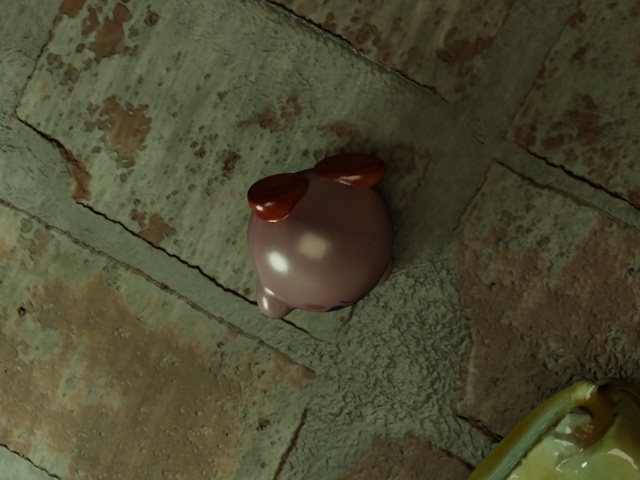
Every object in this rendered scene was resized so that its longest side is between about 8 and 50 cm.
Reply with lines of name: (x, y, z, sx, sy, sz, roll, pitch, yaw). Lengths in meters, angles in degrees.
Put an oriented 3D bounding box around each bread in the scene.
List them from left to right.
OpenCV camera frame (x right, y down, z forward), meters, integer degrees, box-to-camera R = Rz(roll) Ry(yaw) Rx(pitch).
bread: (0.331, 0.324, 1.404, 0.341, 0.210, 0.300, 36, 117, 5)

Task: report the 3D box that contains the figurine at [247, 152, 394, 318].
figurine: (0.000, 0.000, 1.450, 0.173, 0.173, 0.173, 2, 100, 13)
